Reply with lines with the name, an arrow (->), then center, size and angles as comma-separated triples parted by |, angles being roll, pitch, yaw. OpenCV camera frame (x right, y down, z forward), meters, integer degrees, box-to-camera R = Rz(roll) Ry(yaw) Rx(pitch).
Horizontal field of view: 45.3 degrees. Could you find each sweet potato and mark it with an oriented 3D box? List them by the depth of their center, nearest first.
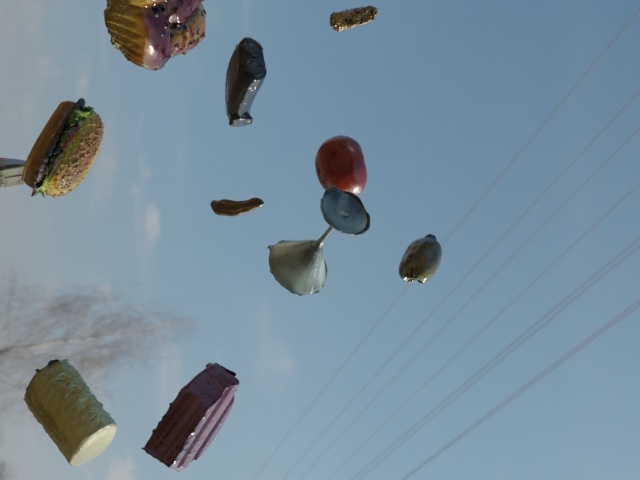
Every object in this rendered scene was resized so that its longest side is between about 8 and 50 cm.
sweet potato -> -0.242, -0.094, 2.179 | 0.182, 0.054, 0.053 | -1, -94, 26

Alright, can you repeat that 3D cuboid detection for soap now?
soap -> -0.322, 0.456, 2.003 | 0.112, 0.289, 0.182 | 31, -15, 14

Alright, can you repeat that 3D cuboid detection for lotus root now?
lotus root -> 0.285, 0.047, 2.147 | 0.113, 0.192, 0.088 | -5, -54, 33

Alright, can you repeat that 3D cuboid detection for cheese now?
cheese -> -0.447, 0.308, 1.377 | 0.167, 0.094, 0.123 | 45, -62, 20

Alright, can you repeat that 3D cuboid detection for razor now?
razor -> -0.272, -0.545, 2.679 | 0.327, 0.107, 0.189 | 121, -37, -60

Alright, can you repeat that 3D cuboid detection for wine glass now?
wine glass -> 0.000, 0.000, 1.646 | 0.232, 0.156, 0.156 | -50, -131, 45

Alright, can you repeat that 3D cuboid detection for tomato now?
tomato -> 0.060, -0.221, 2.325 | 0.195, 0.136, 0.195 | 169, -90, -74

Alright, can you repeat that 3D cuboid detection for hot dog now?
hot dog -> -0.381, -0.602, 1.858 | 0.365, 0.196, 0.367 | -59, 166, -62

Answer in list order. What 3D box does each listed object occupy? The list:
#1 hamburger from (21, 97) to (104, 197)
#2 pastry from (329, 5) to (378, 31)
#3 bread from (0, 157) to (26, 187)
hamburger -> -0.406, -0.142, 1.226 | 0.137, 0.087, 0.166 | -37, -151, 61
pastry -> 0.091, -0.619, 2.135 | 0.080, 0.140, 0.056 | -129, -153, -70
bread -> -0.573, -0.127, 1.404 | 0.062, 0.109, 0.043 | 20, -75, 13
